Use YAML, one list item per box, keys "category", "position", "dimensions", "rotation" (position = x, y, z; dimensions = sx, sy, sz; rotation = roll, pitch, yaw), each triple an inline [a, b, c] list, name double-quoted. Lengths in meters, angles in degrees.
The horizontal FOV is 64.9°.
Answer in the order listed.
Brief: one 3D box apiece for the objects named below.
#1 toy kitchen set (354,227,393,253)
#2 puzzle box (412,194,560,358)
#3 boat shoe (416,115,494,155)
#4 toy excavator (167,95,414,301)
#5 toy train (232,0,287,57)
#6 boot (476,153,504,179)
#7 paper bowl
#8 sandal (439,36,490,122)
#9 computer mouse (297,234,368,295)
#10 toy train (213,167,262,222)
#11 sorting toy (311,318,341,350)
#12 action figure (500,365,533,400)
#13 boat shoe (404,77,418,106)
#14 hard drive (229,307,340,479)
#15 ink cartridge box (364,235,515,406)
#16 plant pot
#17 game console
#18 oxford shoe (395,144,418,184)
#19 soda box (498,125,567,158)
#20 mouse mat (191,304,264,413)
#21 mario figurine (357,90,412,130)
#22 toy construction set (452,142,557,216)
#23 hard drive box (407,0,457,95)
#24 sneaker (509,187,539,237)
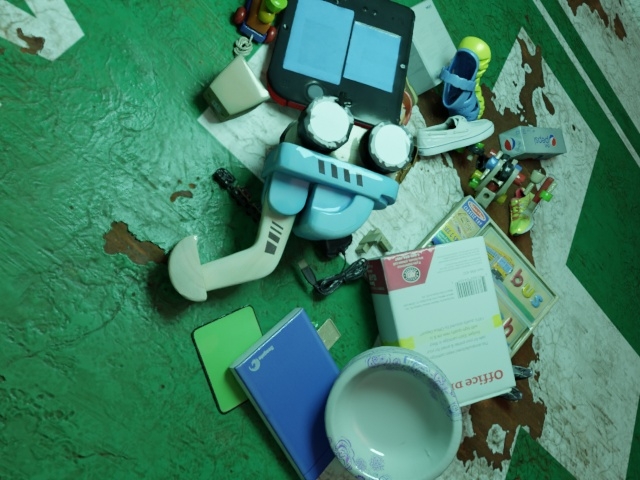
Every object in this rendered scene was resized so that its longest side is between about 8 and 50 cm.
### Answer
- category: "toy kitchen set"
  position: [0.151, 0.018, 1.311]
  dimensions: [0.075, 0.068, 0.083]
  rotation: [51, 57, -17]
- category: "puzzle box"
  position: [0.465, 0.110, 1.430]
  dimensions: [0.409, 0.052, 0.272]
  rotation: [46, 75, -5]
- category: "boat shoe"
  position: [0.403, -0.326, 1.492]
  dimensions: [0.257, 0.095, 0.084]
  rotation: [-22, 119, -17]
- category: "toy excavator"
  position: [-0.058, -0.061, 1.049]
  dimensions: [0.432, 0.222, 0.446]
  rotation: [15, 82, -18]
- category: "toy train"
  position: [-0.129, -0.519, 1.162]
  dimensions: [0.105, 0.143, 0.248]
  rotation: [22, 69, -31]
- category: "boot"
  position: [0.569, -0.262, 1.686]
  dimensions: [0.099, 0.045, 0.121]
  rotation: [26, 67, -26]
- category: "paper bowl"
  position: [0.156, 0.374, 1.096]
  dimensions: [0.283, 0.148, 0.285]
  rotation: [0, 90, 8]
- category: "sandal"
  position: [0.409, -0.438, 1.492]
  dimensions: [0.138, 0.126, 0.317]
  rotation: [-45, 148, -15]
- category: "computer mouse"
  position: [0.000, 0.000, 1.217]
  dimensions: [0.184, 0.060, 0.262]
  rotation: [-32, 106, -32]
- category: "toy train"
  position: [-0.175, -0.100, 1.124]
  dimensions: [0.158, 0.027, 0.036]
  rotation: [49, 47, -18]
- category: "sorting toy"
  position: [0.008, 0.217, 1.204]
  dimensions: [0.062, 0.012, 0.083]
  rotation: [-41, 109, -29]
- category: "action figure"
  position: [0.488, 0.377, 1.473]
  dimensions: [0.284, 0.099, 0.186]
  rotation: [27, 71, -26]
- category: "boat shoe"
  position: [0.217, -0.452, 1.450]
  dimensions: [0.178, 0.064, 0.060]
  rotation: [53, 54, -19]
- category: "hard drive"
  position: [-0.039, 0.342, 1.122]
  dimensions: [0.210, 0.040, 0.319]
  rotation: [-38, 106, -35]
- category: "ink cartridge box"
  position: [0.294, 0.207, 1.271]
  dimensions: [0.278, 0.160, 0.386]
  rotation: [-11, 87, -14]
- category: "plant pot"
  position: [-0.195, -0.323, 1.107]
  dimensions: [0.096, 0.109, 0.109]
  rotation: [-41, 106, -21]
- category: "game console"
  position: [0.059, -0.475, 1.260]
  dimensions: [0.341, 0.060, 0.387]
  rotation: [13, 72, -5]
- category: "oxford shoe"
  position: [0.208, -0.191, 1.389]
  dimensions: [0.076, 0.076, 0.212]
  rotation: [41, 62, -25]
- category: "soda box"
  position: [0.769, -0.348, 1.815]
  dimensions: [0.286, 0.091, 0.098]
  rotation: [-8, 85, -37]
- category: "mouse mat"
  position: [-0.177, 0.248, 1.068]
  dimensions: [0.152, 0.007, 0.190]
  rotation: [-21, 93, -36]
- category: "mario figurine"
  position: [0.137, -0.299, 1.292]
  dimensions: [0.320, 0.170, 0.198]
  rotation: [-46, 134, -26]
- category: "toy construction set"
  position: [0.547, -0.139, 1.564]
  dimensions: [0.308, 0.258, 0.237]
  rotation: [20, 114, -15]
- category: "hard drive box"
  position: [0.312, -0.587, 1.529]
  dimensions: [0.181, 0.089, 0.232]
  rotation: [-39, 105, -35]
- category: "sneaker"
  position: [0.676, -0.098, 1.716]
  dimensions: [0.094, 0.081, 0.209]
  rotation: [42, 53, -14]
